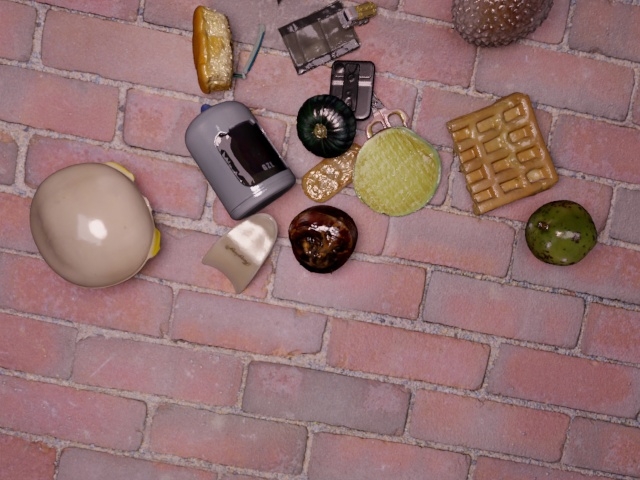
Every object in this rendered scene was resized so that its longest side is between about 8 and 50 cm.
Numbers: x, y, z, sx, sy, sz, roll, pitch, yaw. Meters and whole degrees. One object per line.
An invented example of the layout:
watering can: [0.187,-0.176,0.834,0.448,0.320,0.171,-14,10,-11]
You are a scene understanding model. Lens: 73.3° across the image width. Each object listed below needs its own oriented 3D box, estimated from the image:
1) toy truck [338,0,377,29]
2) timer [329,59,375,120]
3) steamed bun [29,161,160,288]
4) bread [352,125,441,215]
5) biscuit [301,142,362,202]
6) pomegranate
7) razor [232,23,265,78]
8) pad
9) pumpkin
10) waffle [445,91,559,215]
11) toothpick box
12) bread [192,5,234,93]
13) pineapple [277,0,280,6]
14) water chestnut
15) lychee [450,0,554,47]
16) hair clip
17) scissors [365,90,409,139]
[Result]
toy truck: [0.121,-0.725,1.377,0.123,0.063,0.052,-29,94,-27]
timer: [0.099,-0.487,1.394,0.144,0.055,0.188,5,94,9]
steamed bun: [-0.667,-0.045,1.281,0.333,0.334,0.374,-23,93,0]
bread: [0.250,-0.221,1.419,0.301,0.045,0.302,-1,101,-5]
biscuit: [0.048,-0.227,1.431,0.247,0.029,0.118,-38,93,0]
pomegranate: [0.794,-0.020,1.399,0.247,0.214,0.214,10,93,-35]
razor: [-0.223,-0.612,1.400,0.068,0.037,0.191,24,87,39]
pad: [-0.003,-0.668,1.410,0.233,0.022,0.174,-24,93,0]
pumpkin: [0.017,-0.356,1.351,0.201,0.140,0.202,11,126,16]
waffle: [0.601,-0.288,1.423,0.304,0.077,0.348,-22,94,-2]
toothpick box: [-0.269,-0.260,1.328,0.263,0.263,0.355,-33,93,0]
bread: [-0.336,-0.586,1.335,0.121,0.174,0.246,-8,95,-21]
pineapple: [-0.015,-0.885,1.330,0.364,0.165,0.166,-30,94,1]
water chestnut: [0.000,0.000,1.345,0.223,0.238,0.224,8,125,11]
lychee: [0.548,-0.722,1.299,0.299,0.300,0.300,0,93,-2]
hair clip: [-0.244,0.029,1.395,0.172,0.113,0.282,43,92,-3]
scissors: [0.193,-0.432,1.427,0.160,0.024,0.318,-28,93,0]
